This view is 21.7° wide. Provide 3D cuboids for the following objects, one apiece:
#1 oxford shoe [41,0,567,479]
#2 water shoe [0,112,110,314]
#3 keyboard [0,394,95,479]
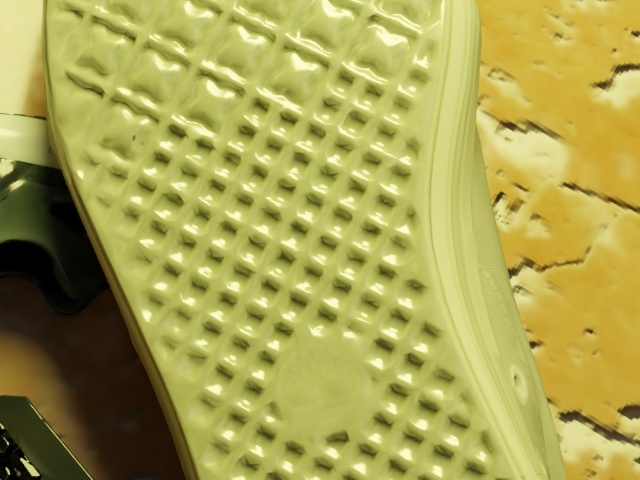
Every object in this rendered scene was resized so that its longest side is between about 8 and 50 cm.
[{"bbox_3d":[0.000,0.000,0.648,0.169,0.130,0.449,-16,79,8],"label":"oxford shoe"},{"bbox_3d":[-0.177,-0.007,0.640,0.203,0.073,0.080,0,73,-14],"label":"water shoe"},{"bbox_3d":[-0.087,0.152,0.579,0.192,0.038,0.100,46,110,24],"label":"keyboard"}]
